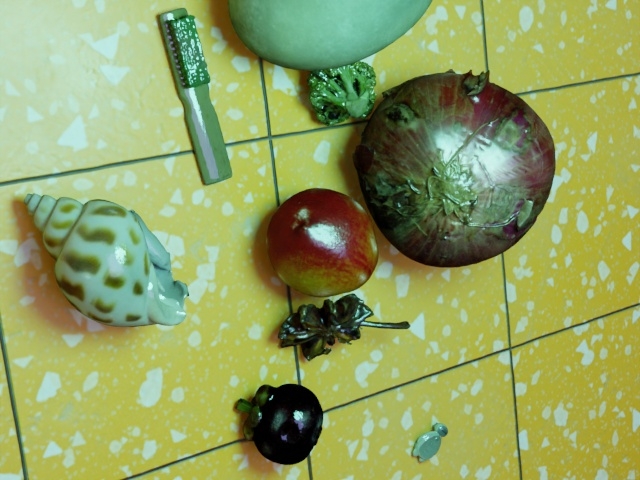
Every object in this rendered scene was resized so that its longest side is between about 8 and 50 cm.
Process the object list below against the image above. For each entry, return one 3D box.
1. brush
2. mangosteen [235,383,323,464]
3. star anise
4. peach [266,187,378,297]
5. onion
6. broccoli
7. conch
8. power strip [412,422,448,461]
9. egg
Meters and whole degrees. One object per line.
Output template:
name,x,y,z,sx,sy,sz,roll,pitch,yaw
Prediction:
brush,-0.192,-0.226,1.757,0.054,0.048,0.282,-22,109,-27
mangosteen,-0.071,0.301,1.862,0.151,0.137,0.137,24,80,0
star anise,0.027,0.152,1.909,0.234,0.177,0.073,32,36,-49
peach,0.000,0.000,1.828,0.197,0.197,0.197,-4,98,-34
onion,0.230,-0.127,1.894,0.354,0.354,0.353,-4,98,-34
broccoli,0.039,-0.251,1.865,0.130,0.120,0.131,-9,131,-25
conch,-0.318,0.028,1.636,0.149,0.183,0.275,-26,106,4
power strip,0.207,0.381,2.111,0.083,0.035,0.055,-49,120,-5
egg,0.024,-0.406,1.745,0.352,0.258,0.258,-31,113,-10
